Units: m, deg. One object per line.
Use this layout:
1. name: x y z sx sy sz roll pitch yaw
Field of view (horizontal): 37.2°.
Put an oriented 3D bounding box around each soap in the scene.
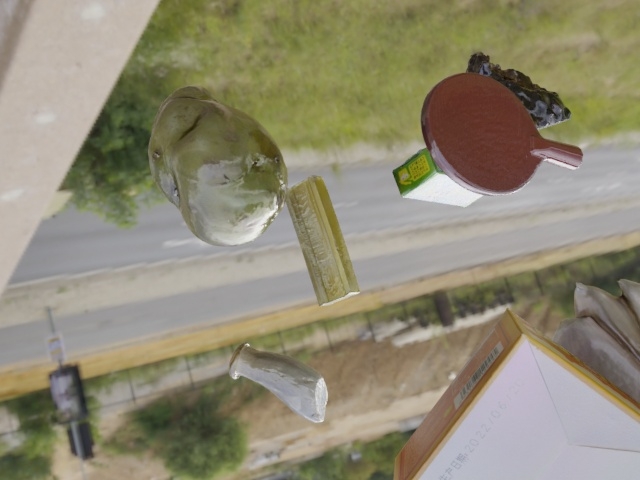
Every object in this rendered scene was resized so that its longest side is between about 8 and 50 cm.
1. soap: 0.001 0.000 1.898 0.092 0.252 0.037 -23 170 38

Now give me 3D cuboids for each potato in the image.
1. potato: -0.186 -0.138 1.618 0.202 0.351 0.218 -37 133 -7

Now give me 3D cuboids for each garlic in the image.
1. garlic: 0.531 0.231 1.657 0.279 0.325 0.132 -45 159 4

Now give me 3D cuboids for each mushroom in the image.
1. mushroom: -0.083 0.307 2.126 0.108 0.247 0.096 -65 175 30

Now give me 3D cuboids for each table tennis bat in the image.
1. table tennis bat: 0.290 -0.160 1.502 0.310 0.200 0.038 11 161 -29

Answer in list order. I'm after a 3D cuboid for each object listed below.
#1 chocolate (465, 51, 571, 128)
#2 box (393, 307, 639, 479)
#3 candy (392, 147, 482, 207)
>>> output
1. chocolate: 0.343 -0.278 1.788 0.206 0.177 0.224 -17 -177 -2
2. box: 0.276 0.286 1.265 0.283 0.259 0.214 -54 180 9
3. candy: 0.237 -0.118 1.788 0.194 0.062 0.097 6 148 -44
